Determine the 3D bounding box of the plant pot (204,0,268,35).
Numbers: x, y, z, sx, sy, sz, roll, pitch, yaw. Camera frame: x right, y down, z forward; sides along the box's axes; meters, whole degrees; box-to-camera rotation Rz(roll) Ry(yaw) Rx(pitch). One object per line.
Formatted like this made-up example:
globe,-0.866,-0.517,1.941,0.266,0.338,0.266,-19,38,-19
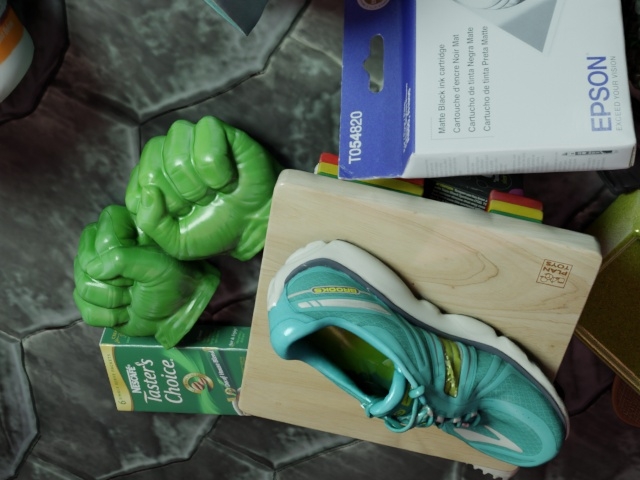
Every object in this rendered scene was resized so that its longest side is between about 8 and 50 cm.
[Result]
plant pot,-0.098,-0.313,0.758,0.293,0.293,0.196,40,95,-20

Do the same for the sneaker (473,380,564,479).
sneaker,0.129,0.127,1.141,0.293,0.102,0.146,28,120,-18

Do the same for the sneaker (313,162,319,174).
sneaker,0.000,0.000,1.075,0.068,0.071,0.170,10,127,0

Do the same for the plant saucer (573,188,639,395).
plant saucer,0.311,0.063,1.039,0.188,0.045,0.188,43,131,6

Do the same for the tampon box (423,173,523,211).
tampon box,0.111,-0.016,1.017,0.101,0.120,0.161,19,127,-5

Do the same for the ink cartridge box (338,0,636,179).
ink cartridge box,0.123,-0.154,0.860,0.224,0.223,0.045,-3,154,9

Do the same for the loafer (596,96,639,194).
loafer,0.216,-0.121,0.955,0.223,0.076,0.078,41,124,-19

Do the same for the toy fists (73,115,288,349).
toy fists,-0.147,-0.003,1.079,0.142,0.096,0.279,33,125,-15

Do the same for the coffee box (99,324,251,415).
coffee box,-0.143,0.144,1.213,0.184,0.040,0.113,2,131,7

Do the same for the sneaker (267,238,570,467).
sneaker,0.073,0.112,0.860,0.275,0.110,0.107,30,125,-13

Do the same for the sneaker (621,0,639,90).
sneaker,0.340,-0.243,0.817,0.146,0.134,0.343,18,129,-14

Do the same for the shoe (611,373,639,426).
shoe,0.353,0.099,1.104,0.076,0.058,0.219,23,127,16

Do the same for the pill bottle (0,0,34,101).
pill bottle,-0.423,-0.253,0.855,0.224,0.224,0.392,-19,121,20

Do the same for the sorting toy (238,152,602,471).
sorting toy,0.076,0.057,0.945,0.257,0.089,0.255,12,127,1
